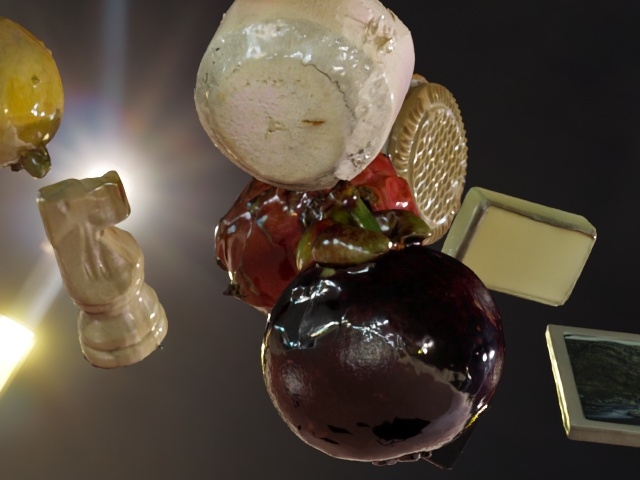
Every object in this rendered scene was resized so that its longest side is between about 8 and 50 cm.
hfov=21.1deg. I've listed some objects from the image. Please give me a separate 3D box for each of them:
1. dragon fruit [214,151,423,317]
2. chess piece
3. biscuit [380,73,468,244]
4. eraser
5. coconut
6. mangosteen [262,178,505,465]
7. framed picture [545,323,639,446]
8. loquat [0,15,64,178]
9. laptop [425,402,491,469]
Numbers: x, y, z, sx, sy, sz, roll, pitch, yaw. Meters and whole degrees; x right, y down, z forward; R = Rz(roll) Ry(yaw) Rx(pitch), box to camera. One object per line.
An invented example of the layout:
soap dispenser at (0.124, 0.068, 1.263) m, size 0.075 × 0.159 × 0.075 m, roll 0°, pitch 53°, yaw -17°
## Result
dragon fruit at (-0.003, 0.001, 2.010) m, size 0.315 × 0.250 × 0.250 m, roll -21°, pitch -48°, yaw 41°
chess piece at (-0.311, 0.033, 2.416) m, size 0.137 × 0.137 × 0.301 m, roll 19°, pitch -40°, yaw 33°
biscuit at (0.139, -0.118, 2.515) m, size 0.079 × 0.259 × 0.259 m, roll 6°, pitch -25°, yaw 28°
eraser at (0.247, 0.007, 2.159) m, size 0.172 × 0.117 × 0.058 m, roll 14°, pitch 23°, yaw -21°
coconut at (-0.013, -0.173, 1.746) m, size 0.224 × 0.234 × 0.224 m, roll 12°, pitch -49°, yaw 14°
mangosteen at (0.051, 0.073, 1.573) m, size 0.228 × 0.228 × 0.265 m, roll -4°, pitch -80°, yaw 63°
framed picture at (0.410, 0.165, 1.834) m, size 0.324 × 0.020 × 0.240 m, roll 7°, pitch 23°, yaw 0°
loquat at (-0.354, -0.152, 1.845) m, size 0.204 × 0.149 × 0.172 m, roll 56°, pitch 21°, yaw 1°
laptop at (0.101, 0.178, 1.816) m, size 0.135 × 0.016 × 0.197 m, roll 28°, pitch 23°, yaw 10°
